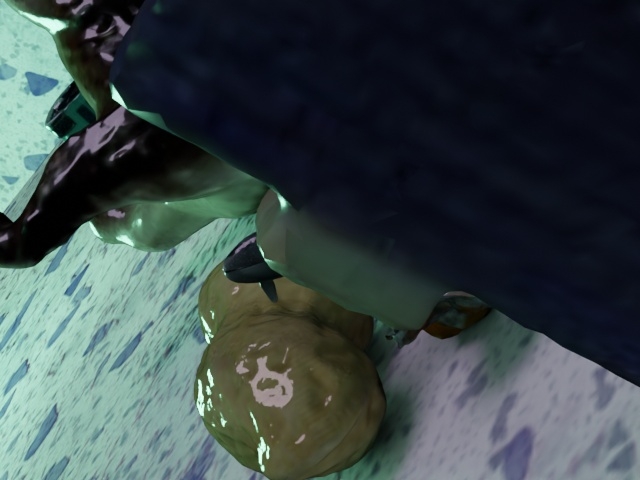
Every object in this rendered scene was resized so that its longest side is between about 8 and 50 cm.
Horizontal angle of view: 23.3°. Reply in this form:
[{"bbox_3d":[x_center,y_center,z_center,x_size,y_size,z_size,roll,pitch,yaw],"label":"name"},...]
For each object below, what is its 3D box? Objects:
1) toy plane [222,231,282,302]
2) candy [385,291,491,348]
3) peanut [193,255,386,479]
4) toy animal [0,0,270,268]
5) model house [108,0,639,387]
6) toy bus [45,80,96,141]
[{"bbox_3d":[0.000,0.000,0.634,0.083,0.031,0.078,-27,12,7],"label":"toy plane"},{"bbox_3d":[0.049,0.008,0.641,0.053,0.046,0.182,-44,11,12],"label":"candy"},{"bbox_3d":[-0.014,0.052,0.679,0.082,0.082,0.187,-50,15,15],"label":"peanut"},{"bbox_3d":[-0.099,-0.161,1.074,0.303,0.194,0.344,-21,69,35],"label":"toy animal"},{"bbox_3d":[0.087,-0.108,0.439,0.280,0.245,0.312,-60,12,10],"label":"model house"},{"bbox_3d":[-0.099,-0.160,1.297,0.256,0.147,0.128,-45,15,15],"label":"toy bus"}]
